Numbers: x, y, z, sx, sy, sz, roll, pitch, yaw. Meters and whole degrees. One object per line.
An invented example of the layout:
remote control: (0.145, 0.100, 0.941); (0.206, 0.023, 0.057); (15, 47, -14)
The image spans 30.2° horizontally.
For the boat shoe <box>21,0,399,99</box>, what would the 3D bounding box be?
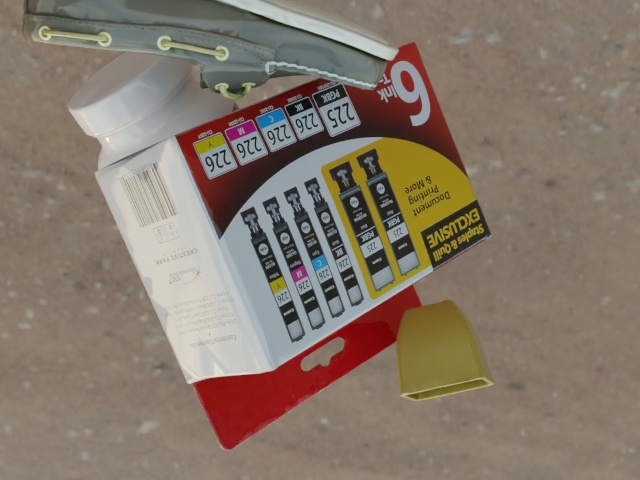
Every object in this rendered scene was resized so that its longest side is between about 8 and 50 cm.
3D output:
boat shoe: (-0.090, -0.169, 0.969); (0.304, 0.109, 0.091); (14, 103, -8)

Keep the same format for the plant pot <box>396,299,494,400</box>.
plant pot: (0.114, 0.104, 1.139); (0.081, 0.083, 0.081); (-15, 165, 12)

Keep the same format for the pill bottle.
pill bottle: (-0.124, -0.061, 1.174); (0.153, 0.153, 0.265); (-21, 117, 24)

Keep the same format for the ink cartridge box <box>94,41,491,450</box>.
ink cartridge box: (0.000, 0.000, 1.064); (0.309, 0.272, 0.130); (-29, -171, -41)
